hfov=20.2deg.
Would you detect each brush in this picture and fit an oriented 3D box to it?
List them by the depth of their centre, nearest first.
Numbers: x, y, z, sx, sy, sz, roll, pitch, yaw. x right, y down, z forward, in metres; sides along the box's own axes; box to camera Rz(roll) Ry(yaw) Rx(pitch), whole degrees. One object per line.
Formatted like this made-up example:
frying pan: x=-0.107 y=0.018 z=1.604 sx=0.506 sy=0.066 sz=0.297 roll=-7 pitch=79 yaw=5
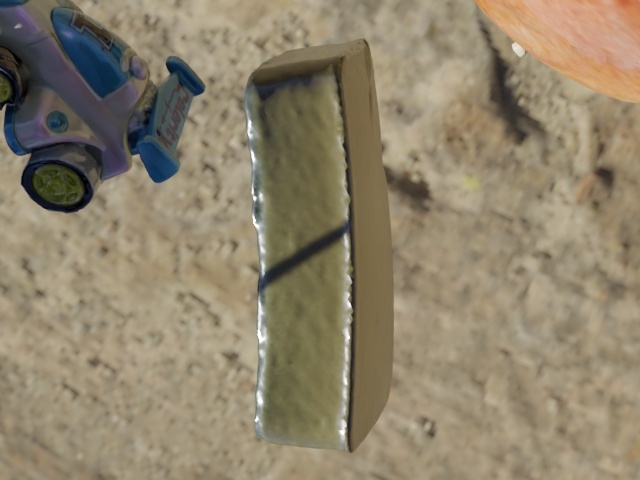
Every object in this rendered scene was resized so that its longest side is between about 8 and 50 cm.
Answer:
brush: x=0.000 y=0.000 z=0.912 sx=0.059 sy=0.123 sz=0.197 roll=-1 pitch=100 yaw=9

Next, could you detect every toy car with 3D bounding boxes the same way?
toy car: x=-0.150 y=-0.111 z=1.122 sx=0.098 sy=0.126 sz=0.161 roll=-14 pitch=127 yaw=21

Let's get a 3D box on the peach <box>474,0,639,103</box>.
peach: x=0.128 y=-0.160 z=0.540 sx=0.232 sy=0.232 sz=0.232 roll=15 pitch=134 yaw=16
